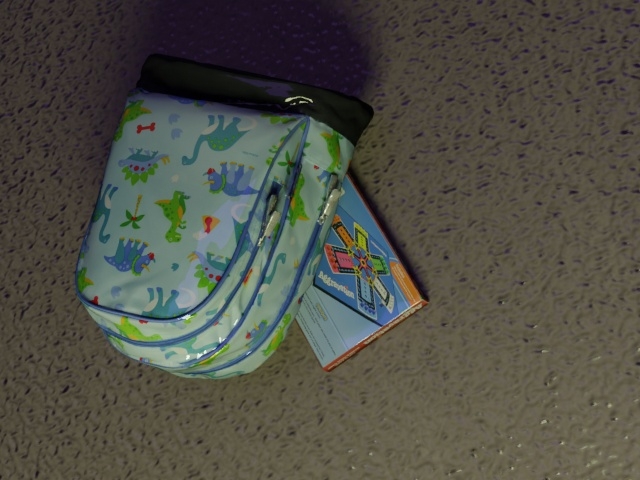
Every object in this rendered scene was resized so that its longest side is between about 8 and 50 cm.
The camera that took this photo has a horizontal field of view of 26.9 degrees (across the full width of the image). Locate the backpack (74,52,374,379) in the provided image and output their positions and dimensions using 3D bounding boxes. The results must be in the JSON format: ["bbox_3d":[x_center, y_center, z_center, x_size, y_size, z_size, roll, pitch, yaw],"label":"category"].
[{"bbox_3d":[-0.128,-0.021,1.515,0.290,0.273,0.355,15,94,21],"label":"backpack"}]

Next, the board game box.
[{"bbox_3d":[0.000,0.000,1.584,0.145,0.027,0.281,-36,64,13],"label":"board game box"}]
